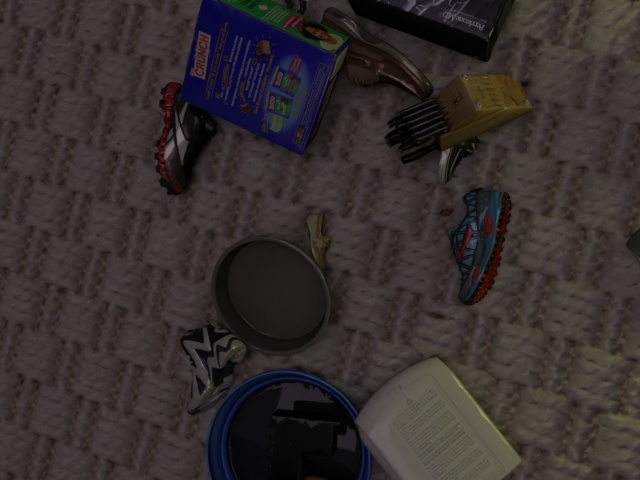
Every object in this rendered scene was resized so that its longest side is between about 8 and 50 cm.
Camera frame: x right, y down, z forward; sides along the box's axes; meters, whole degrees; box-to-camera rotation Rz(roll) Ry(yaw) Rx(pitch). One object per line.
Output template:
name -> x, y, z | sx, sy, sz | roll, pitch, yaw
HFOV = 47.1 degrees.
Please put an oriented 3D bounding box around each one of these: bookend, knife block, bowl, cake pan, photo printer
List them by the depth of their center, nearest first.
knife block -> 0.282, -0.255, 1.585 | 0.242, 0.276, 0.088 | -38, 68, 49
photo printer -> 0.242, 0.428, 1.589 | 0.256, 0.107, 0.307 | -37, 81, -12
bookend -> -0.031, 0.461, 1.617 | 0.157, 0.072, 0.156 | 2, 89, 12
cake pan -> -0.109, 0.123, 1.690 | 0.293, 0.054, 0.293 | 6, 110, 18
bowl -> -0.070, 0.491, 1.701 | 0.391, 0.077, 0.391 | 0, 89, 12

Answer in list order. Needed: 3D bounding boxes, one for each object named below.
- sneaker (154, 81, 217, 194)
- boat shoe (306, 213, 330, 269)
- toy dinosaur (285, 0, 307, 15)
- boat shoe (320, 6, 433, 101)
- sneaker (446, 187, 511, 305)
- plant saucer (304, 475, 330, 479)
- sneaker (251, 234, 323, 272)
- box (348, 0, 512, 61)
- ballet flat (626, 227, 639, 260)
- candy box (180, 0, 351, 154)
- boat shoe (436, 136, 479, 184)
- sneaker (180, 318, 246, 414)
sneaker -> -0.320, -0.245, 1.769 | 0.135, 0.097, 0.276 | 4, 88, 15
boat shoe -> 0.000, 0.000, 1.712 | 0.045, 0.050, 0.135 | -13, 80, 10
toy dinosaur -> -0.082, -0.516, 1.728 | 0.268, 0.064, 0.118 | 27, 97, 33
boat shoe -> 0.114, -0.402, 1.676 | 0.324, 0.123, 0.116 | 40, 101, 21
sneaker -> 0.338, 0.013, 1.632 | 0.125, 0.104, 0.262 | 14, 87, 30
plant saucer -> -0.021, 0.625, 1.628 | 0.200, 0.037, 0.200 | 0, 88, 13
sneaker -> -0.085, 0.049, 1.721 | 0.188, 0.071, 0.066 | 27, 94, 12
box -> 0.272, -0.611, 1.611 | 0.343, 0.179, 0.312 | 23, 94, 13
ballet flat -> 0.739, 0.062, 1.551 | 0.213, 0.072, 0.068 | 46, 125, 11
candy box -> -0.128, -0.384, 1.642 | 0.317, 0.122, 0.268 | 26, 128, 3
boat shoe -> 0.317, -0.224, 1.639 | 0.070, 0.078, 0.219 | 19, 91, 13
sneaker -> -0.283, 0.290, 1.754 | 0.153, 0.094, 0.235 | 44, 121, 31
